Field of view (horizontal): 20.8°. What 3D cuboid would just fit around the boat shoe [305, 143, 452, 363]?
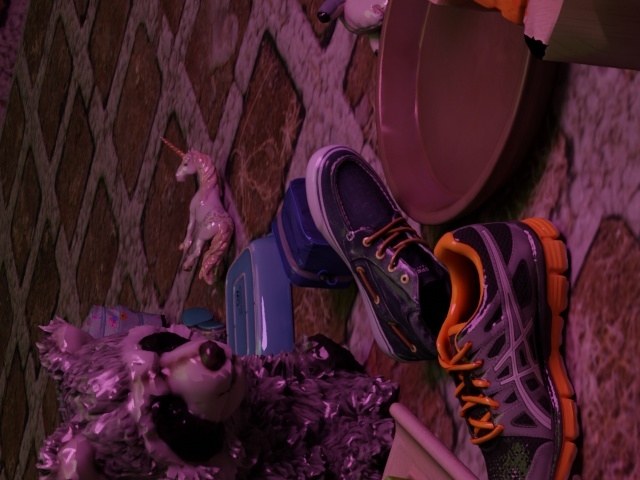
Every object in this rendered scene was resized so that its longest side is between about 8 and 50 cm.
[{"bbox_3d":[0.057,0.007,1.321,0.083,0.065,0.183,-8,110,62],"label":"boat shoe"}]

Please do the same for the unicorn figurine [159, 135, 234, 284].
[{"bbox_3d":[-0.128,-0.028,1.912,0.162,0.060,0.111,46,128,44],"label":"unicorn figurine"}]

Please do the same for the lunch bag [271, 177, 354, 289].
[{"bbox_3d":[0.000,0.000,1.533,0.098,0.067,0.065,-106,29,-42],"label":"lunch bag"}]

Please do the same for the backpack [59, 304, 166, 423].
[{"bbox_3d":[-0.248,0.160,2.080,0.182,0.115,0.152,120,152,-42],"label":"backpack"}]

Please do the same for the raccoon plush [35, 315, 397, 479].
[{"bbox_3d":[-0.117,0.249,1.440,0.216,0.299,0.446,-116,38,-55],"label":"raccoon plush"}]

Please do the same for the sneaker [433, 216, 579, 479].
[{"bbox_3d":[0.119,0.088,1.172,0.084,0.083,0.215,142,129,-61],"label":"sneaker"}]

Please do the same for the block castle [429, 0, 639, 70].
[{"bbox_3d":[0.166,-0.265,0.977,0.453,0.213,0.303,-134,50,-65],"label":"block castle"}]

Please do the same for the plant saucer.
[{"bbox_3d":[0.112,-0.147,1.320,0.278,0.041,0.278,-174,90,-70],"label":"plant saucer"}]

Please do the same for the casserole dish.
[{"bbox_3d":[-0.063,0.080,1.723,0.114,0.037,0.188,131,141,-56],"label":"casserole dish"}]

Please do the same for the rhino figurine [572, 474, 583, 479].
[{"bbox_3d":[0.093,0.226,0.809,0.106,0.073,0.243,-156,75,-65],"label":"rhino figurine"}]

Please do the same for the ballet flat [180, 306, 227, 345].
[{"bbox_3d":[-0.125,0.101,1.881,0.114,0.041,0.041,-155,73,-69],"label":"ballet flat"}]

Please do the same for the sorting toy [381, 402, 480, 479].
[{"bbox_3d":[0.050,0.217,0.971,0.193,0.038,0.208,-140,59,-66],"label":"sorting toy"}]

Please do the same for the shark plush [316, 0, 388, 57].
[{"bbox_3d":[0.049,-0.222,1.536,0.067,0.073,0.161,-51,12,24],"label":"shark plush"}]
